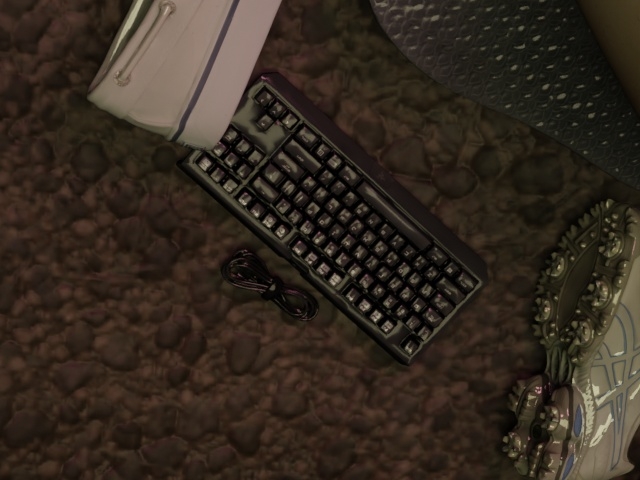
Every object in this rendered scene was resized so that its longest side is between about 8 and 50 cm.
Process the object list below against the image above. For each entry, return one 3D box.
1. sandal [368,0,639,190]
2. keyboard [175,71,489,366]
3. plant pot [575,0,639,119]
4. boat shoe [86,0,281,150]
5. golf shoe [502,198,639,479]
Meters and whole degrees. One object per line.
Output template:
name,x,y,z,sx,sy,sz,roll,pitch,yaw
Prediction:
sandal,0.116,-0.110,1.020,0.254,0.054,0.097,37,108,-24
keyboard,0.000,0.000,1.052,0.180,0.023,0.108,42,99,-14
plant pot,0.197,-0.211,0.907,0.256,0.256,0.274,-37,89,6
boat shoe,-0.051,-0.172,0.958,0.084,0.095,0.258,18,103,-14
golf shoe,0.167,0.061,1.074,0.086,0.069,0.176,6,110,-28
